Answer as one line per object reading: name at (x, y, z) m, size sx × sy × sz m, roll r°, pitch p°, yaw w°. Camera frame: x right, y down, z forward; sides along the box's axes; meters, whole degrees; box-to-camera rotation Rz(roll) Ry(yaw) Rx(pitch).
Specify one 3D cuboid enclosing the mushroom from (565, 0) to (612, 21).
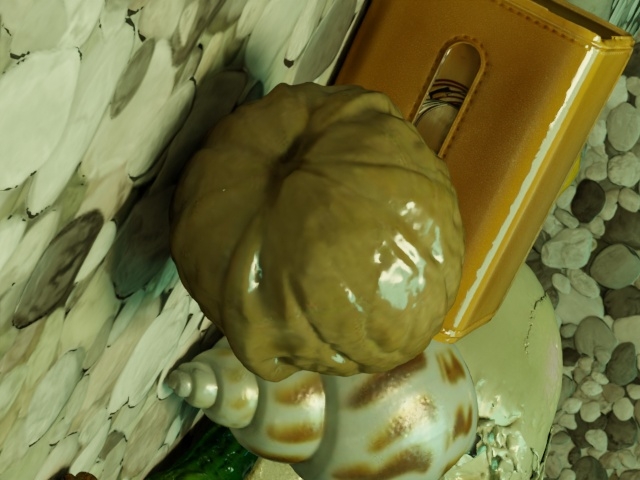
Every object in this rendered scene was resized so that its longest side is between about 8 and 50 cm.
mushroom at (0.240, -0.221, 1.659) m, size 0.397 × 0.126 × 0.177 m, roll -31°, pitch 138°, yaw -66°

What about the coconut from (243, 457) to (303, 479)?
coconut at (-0.050, 0.213, 1.471) m, size 0.116 × 0.122 × 0.116 m, roll -18°, pitch 138°, yaw -17°

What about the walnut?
walnut at (0.000, 0.000, 0.995) m, size 0.213 × 0.213 × 0.213 m, roll -57°, pitch 167°, yaw -21°

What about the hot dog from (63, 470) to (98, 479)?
hot dog at (-0.180, 0.197, 1.084) m, size 0.058 × 0.035 × 0.083 m, roll -51°, pitch 164°, yaw -41°

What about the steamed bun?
steamed bun at (0.137, 0.137, 1.607) m, size 0.334 × 0.233 × 0.312 m, roll 69°, pitch 38°, yaw -49°

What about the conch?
conch at (0.006, 0.117, 1.277) m, size 0.275 × 0.183 × 0.149 m, roll -15°, pitch 132°, yaw -17°

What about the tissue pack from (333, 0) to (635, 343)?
tissue pack at (0.103, -0.082, 1.240) m, size 0.274 × 0.194 × 0.145 m, roll -66°, pitch 167°, yaw 16°

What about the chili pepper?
chili pepper at (-0.093, 0.186, 1.354) m, size 0.279 × 0.065 × 0.122 m, roll -54°, pitch 153°, yaw -39°

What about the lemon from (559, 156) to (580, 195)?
lemon at (0.262, -0.108, 1.954) m, size 0.142 × 0.142 × 0.187 m, roll -57°, pitch 173°, yaw -19°
